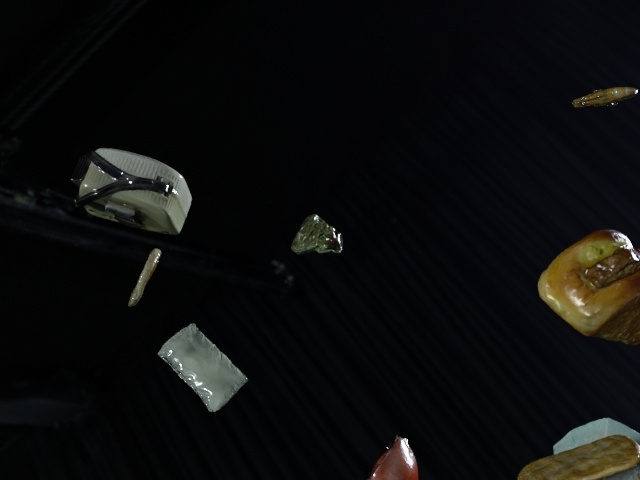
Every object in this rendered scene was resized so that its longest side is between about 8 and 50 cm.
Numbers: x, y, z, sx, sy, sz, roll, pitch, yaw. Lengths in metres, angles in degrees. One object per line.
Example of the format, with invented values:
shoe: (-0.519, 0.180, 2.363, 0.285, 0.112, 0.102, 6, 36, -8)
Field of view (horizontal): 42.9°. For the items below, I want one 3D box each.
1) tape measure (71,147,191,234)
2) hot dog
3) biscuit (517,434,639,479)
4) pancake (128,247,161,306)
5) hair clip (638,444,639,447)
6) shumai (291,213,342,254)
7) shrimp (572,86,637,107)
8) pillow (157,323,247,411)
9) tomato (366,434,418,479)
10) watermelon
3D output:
tape measure: (-0.432, -0.107, 1.758, 0.231, 0.270, 0.133, 83, -155, -71)
hot dog: (0.687, 0.105, 1.909, 0.405, 0.185, 0.223, 16, -68, -50)
biscuit: (0.508, 0.442, 1.608, 0.247, 0.118, 0.029, -20, -73, 3)
pancake: (-0.399, 0.085, 1.851, 0.025, 0.152, 0.152, 24, -54, -9)
hair clip: (0.737, 0.465, 1.835, 0.115, 0.030, 0.039, -22, -1, 0)
shumai: (0.000, 0.000, 1.415, 0.082, 0.080, 0.083, -62, -5, 38)
shrimp: (0.707, -0.358, 2.038, 0.162, 0.045, 0.095, -10, 10, 9)
pillow: (-0.302, 0.322, 2.085, 0.128, 0.229, 0.051, -38, -20, -26)
tomato: (0.144, 0.526, 1.706, 0.199, 0.112, 0.228, -33, -26, -60)
watermelon: (0.691, 0.626, 1.973, 0.228, 0.388, 0.258, -11, 12, 28)
